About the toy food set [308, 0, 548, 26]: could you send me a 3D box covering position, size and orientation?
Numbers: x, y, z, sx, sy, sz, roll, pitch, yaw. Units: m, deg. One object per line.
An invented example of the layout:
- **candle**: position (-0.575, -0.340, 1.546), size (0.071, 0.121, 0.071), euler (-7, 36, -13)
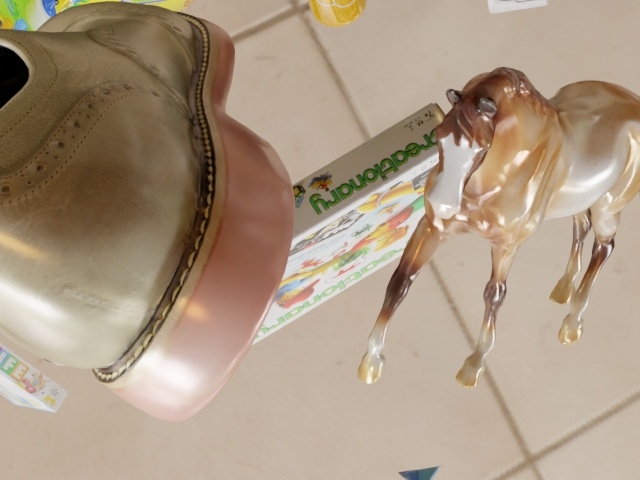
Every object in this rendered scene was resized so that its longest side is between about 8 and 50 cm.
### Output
- **toy food set**: position (0.098, -0.225, 0.796), size (0.232, 0.104, 0.111), euler (-6, 56, 10)

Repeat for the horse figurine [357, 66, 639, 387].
- **horse figurine**: position (0.117, -0.018, 0.607), size (0.263, 0.066, 0.174), euler (-13, 127, -42)

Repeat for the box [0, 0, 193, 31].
- **box**: position (-0.250, -0.333, 1.138), size (0.177, 0.279, 0.290), euler (-19, 81, -46)

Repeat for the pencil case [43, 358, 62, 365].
- **pencil case**: position (-0.388, -0.039, 1.169), size (0.410, 0.183, 0.160), euler (27, 61, 4)

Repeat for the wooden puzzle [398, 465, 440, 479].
- **wooden puzzle**: position (0.051, 0.214, 0.828), size (0.078, 0.014, 0.116), euler (-5, 78, 25)

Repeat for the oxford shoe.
- **oxford shoe**: position (-0.127, -0.064, 0.581), size (0.146, 0.397, 0.140), euler (26, 99, -24)

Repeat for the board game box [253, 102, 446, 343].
- **board game box**: position (0.000, 0.000, 1.170), size (0.305, 0.193, 0.053), euler (-31, 69, -3)

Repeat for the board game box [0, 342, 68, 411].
- **board game box**: position (-0.350, 0.125, 1.265), size (0.154, 0.103, 0.026), euler (43, 64, -28)
